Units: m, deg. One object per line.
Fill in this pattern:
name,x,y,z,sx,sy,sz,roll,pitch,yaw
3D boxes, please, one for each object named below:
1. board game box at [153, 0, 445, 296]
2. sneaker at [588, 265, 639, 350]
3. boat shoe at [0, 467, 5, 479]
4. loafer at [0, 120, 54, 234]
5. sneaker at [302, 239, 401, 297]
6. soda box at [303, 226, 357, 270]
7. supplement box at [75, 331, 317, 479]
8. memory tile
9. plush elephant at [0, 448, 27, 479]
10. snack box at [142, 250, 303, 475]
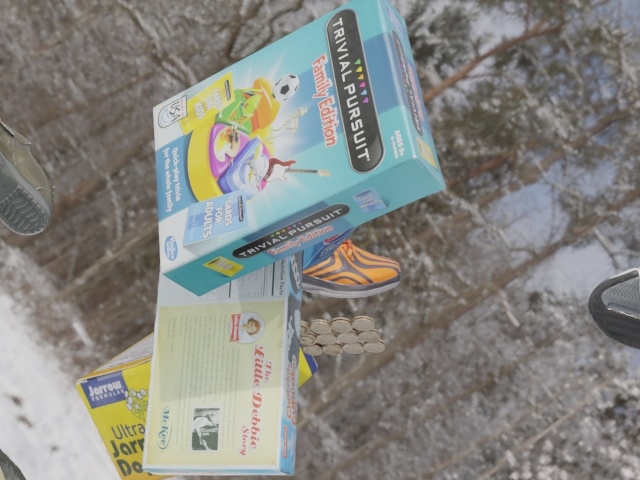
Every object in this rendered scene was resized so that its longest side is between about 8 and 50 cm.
board game box,-0.041,-0.114,1.156,0.079,0.336,0.254,37,36,-49
sneaker,0.370,0.051,0.935,0.132,0.228,0.086,-35,119,-77
boat shoe,-0.294,0.281,0.715,0.113,0.103,0.302,30,-64,39
loafer,-0.458,-0.122,1.352,0.251,0.094,0.087,59,19,-23
sneaker,0.000,0.000,1.791,0.124,0.321,0.180,-112,-152,-70
soda box,0.021,-0.046,1.350,0.071,0.067,0.210,53,-45,12
supplement box,-0.195,0.228,1.642,0.194,0.356,0.195,-20,-82,33
memory tile,0.028,0.158,1.619,0.113,0.148,0.012,62,29,-50
plush elephant,-0.451,0.415,1.214,0.272,0.255,0.330,51,-14,24
snack box,-0.122,0.138,1.264,0.060,0.187,0.322,45,45,-64
